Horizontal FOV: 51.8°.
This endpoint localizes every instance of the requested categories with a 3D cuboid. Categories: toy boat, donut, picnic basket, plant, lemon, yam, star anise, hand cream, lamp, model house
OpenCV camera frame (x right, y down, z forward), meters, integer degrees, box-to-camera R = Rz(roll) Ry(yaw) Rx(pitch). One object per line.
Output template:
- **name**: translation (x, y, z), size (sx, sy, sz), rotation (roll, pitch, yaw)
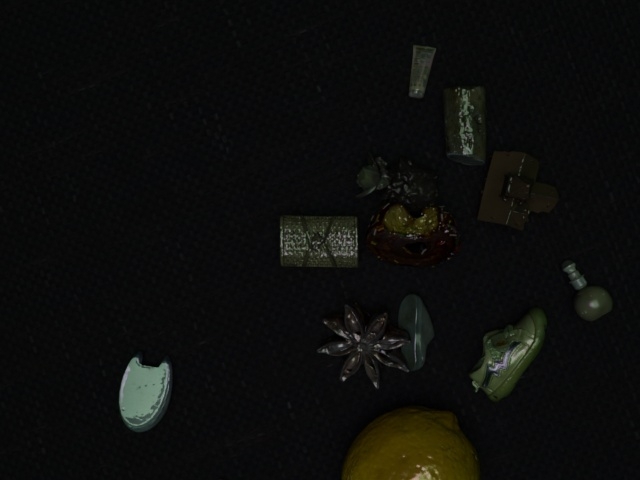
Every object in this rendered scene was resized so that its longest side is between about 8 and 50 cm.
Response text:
- **toy boat**: translation (-0.460, 0.399, 1.739), size (0.134, 0.079, 0.207), rotation (8, 80, -4)
- **donut**: translation (0.230, -0.017, 1.617), size (0.231, 0.216, 0.095), rotation (-6, 60, 20)
- **picnic basket**: translation (0.000, 0.000, 1.652), size (0.197, 0.154, 0.134), rotation (2, 90, 5)
- **plant**: translation (0.189, -0.139, 1.643), size (0.203, 0.131, 0.142), rotation (8, 78, 3)
- **lemon**: translation (0.214, 0.560, 1.568), size (0.336, 0.336, 0.335), rotation (0, 91, 4)
- **yam**: translation (0.362, -0.285, 1.649), size (0.108, 0.107, 0.193), rotation (-3, 92, 4)
- **star anise**: translation (0.116, 0.249, 1.672), size (0.223, 0.109, 0.236), rotation (-33, 101, 27)
- **hand cream**: translation (0.254, -0.433, 1.691), size (0.061, 0.039, 0.143), rotation (11, 82, 10)
- **lamp**: translation (0.656, 0.120, 1.648), size (0.091, 0.091, 0.163), rotation (-29, 75, 4)
- **model house**: translation (0.484, -0.116, 1.569), size (0.176, 0.248, 0.180), rotation (14, 93, 3)

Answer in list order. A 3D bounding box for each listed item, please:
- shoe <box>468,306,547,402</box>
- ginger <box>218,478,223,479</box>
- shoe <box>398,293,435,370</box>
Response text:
- **shoe**: translation (0.466, 0.277, 1.628), size (0.128, 0.140, 0.262), rotation (25, 99, -7)
- **ginger**: translation (-0.251, 0.736, 1.716), size (0.115, 0.081, 0.205), rotation (18, 102, 35)
- **shoe**: translation (0.251, 0.235, 1.688), size (0.078, 0.079, 0.195), rotation (5, 83, -30)
